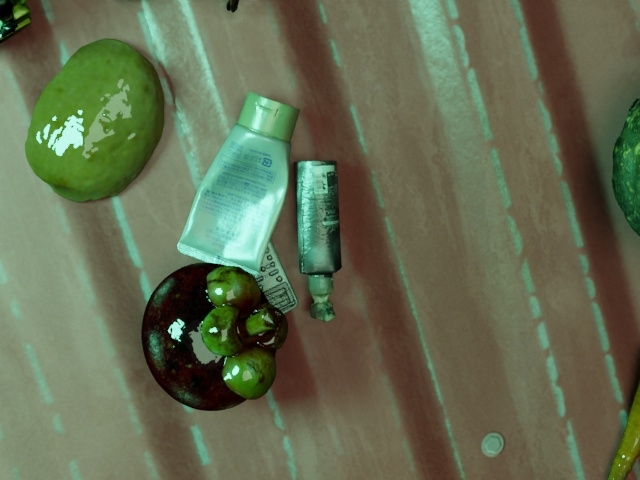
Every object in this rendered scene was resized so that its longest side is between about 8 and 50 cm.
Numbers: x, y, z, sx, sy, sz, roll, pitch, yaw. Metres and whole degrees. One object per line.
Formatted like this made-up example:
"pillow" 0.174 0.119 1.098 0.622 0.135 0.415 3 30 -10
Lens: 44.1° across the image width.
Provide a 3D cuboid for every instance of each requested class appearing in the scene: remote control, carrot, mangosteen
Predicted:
"remote control" -0.074 0.041 1.038 0.053 0.018 0.125 -24 99 -8
"carrot" 0.480 0.258 1.160 0.061 0.061 0.257 16 95 -13
"mangosteen" -0.119 0.113 0.946 0.199 0.200 0.200 -1 95 -12

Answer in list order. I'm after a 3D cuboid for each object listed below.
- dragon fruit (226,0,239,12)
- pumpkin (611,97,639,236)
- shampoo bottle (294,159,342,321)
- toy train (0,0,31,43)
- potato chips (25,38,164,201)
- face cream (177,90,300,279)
"dragon fruit" -0.135 -0.356 0.946 0.141 0.130 0.121 -2 59 -16
"pumpkin" 0.549 -0.117 1.039 0.327 0.257 0.292 -21 112 -16
"shampoo bottle" -0.001 0.000 1.028 0.057 0.063 0.208 -3 96 -1
"toy train" -0.433 -0.343 0.857 0.100 0.160 0.296 -38 104 -16
"potato chips" -0.273 -0.143 0.965 0.150 0.049 0.202 35 93 -8
"face cream" -0.097 -0.072 1.004 0.114 0.070 0.224 20 97 9
